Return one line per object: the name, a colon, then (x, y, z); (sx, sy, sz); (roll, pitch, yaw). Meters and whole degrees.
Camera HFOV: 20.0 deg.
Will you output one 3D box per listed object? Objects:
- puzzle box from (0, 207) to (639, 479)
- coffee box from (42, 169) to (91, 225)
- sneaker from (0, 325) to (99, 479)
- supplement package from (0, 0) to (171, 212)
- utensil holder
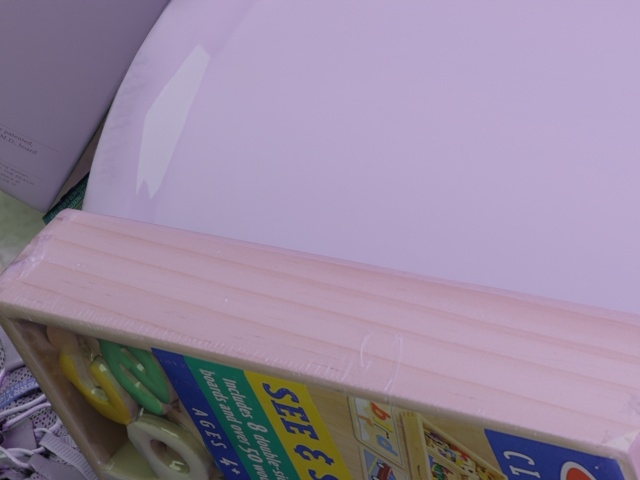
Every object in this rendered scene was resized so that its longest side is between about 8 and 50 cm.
puzzle box: (0.065, 0.171, 0.677); (0.272, 0.409, 0.052); (9, 47, 41)
coffee box: (-0.097, 0.001, 1.166); (0.113, 0.040, 0.184); (-44, 44, 2)
sneaker: (-0.162, 0.135, 1.068); (0.105, 0.115, 0.281); (-32, 46, 15)
supplement package: (-0.172, -0.192, 1.149); (0.293, 0.175, 0.177); (-51, 13, 47)
utensil holder: (0.144, 0.034, 0.773); (0.385, 0.327, 0.327); (16, 71, 39)
